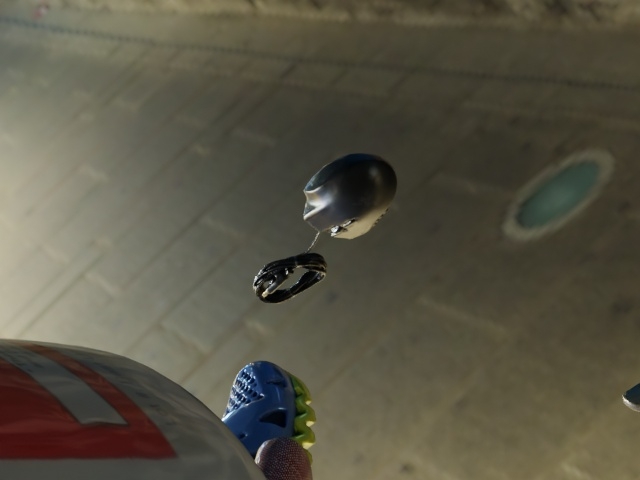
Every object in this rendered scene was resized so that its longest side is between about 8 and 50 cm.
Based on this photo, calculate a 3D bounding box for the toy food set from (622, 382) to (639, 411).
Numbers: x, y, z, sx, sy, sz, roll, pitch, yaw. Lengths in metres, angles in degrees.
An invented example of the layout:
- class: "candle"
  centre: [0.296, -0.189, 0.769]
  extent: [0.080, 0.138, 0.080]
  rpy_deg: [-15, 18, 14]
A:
- class: "toy food set"
  centre: [0.294, 0.130, 0.999]
  extent: [0.128, 0.071, 0.218]
  rpy_deg: [-34, 41, -22]

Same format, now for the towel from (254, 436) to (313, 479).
- class: "towel"
  centre: [-0.056, 0.289, 0.841]
  extent: [0.329, 0.037, 0.237]
  rpy_deg: [-75, -5, -50]

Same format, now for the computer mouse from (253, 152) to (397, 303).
- class: "computer mouse"
  centre: [0.000, 0.000, 1.599]
  extent: [0.242, 0.071, 0.041]
  rpy_deg: [127, 151, -48]

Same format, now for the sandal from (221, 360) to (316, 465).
- class: "sandal"
  centre: [-0.096, 0.220, 1.386]
  extent: [0.126, 0.138, 0.317]
  rpy_deg: [121, 170, -50]

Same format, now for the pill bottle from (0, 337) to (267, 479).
- class: "pill bottle"
  centre: [-0.197, 0.131, 0.450]
  extent: [0.229, 0.408, 0.229]
  rpy_deg: [-5, 82, 34]
